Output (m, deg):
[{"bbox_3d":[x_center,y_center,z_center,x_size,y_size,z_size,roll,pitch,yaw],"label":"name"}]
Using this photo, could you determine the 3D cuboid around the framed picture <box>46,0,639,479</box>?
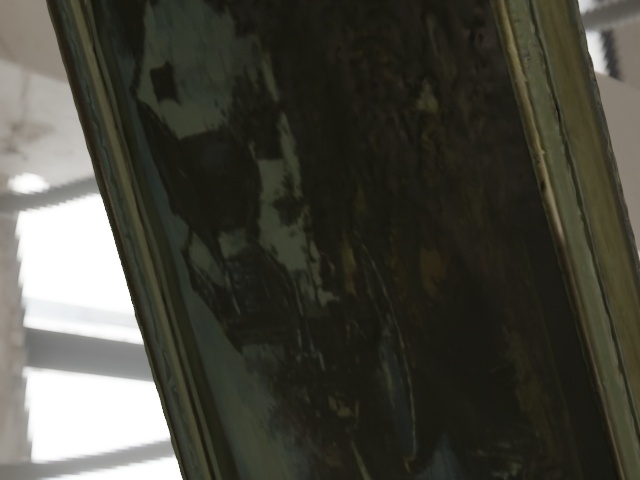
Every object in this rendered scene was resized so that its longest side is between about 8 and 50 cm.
[{"bbox_3d":[0.000,0.000,0.568,0.232,0.019,0.296,-7,-80,52],"label":"framed picture"}]
